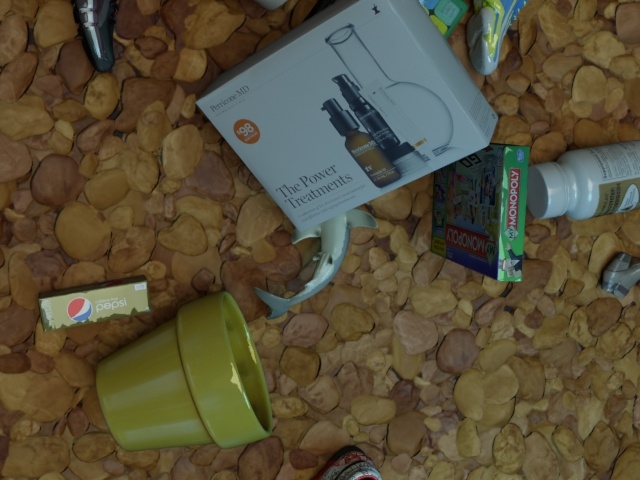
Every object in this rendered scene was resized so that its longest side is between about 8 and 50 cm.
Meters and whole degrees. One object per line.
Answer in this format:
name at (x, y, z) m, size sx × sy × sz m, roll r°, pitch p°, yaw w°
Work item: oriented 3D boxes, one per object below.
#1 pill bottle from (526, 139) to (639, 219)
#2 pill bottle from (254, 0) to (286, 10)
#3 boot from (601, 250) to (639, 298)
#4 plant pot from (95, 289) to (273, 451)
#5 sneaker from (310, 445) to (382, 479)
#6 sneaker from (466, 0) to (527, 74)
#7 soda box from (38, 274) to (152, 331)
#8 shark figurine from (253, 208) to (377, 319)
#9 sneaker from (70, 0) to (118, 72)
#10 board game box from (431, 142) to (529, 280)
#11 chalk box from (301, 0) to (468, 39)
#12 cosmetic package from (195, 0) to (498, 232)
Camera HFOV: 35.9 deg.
pill bottle at (0.502, -0.108, 1.831) m, size 0.229 × 0.131 × 0.131 m, roll -10°, pitch 100°, yaw -13°
pill bottle at (-0.169, -0.541, 1.543) m, size 0.363 × 0.210 × 0.210 m, roll 35°, pitch 88°, yaw -23°
boot at (0.606, 0.074, 1.935) m, size 0.118 × 0.042 × 0.087 m, roll 20°, pitch 98°, yaw -16°
plant pot at (-0.230, 0.237, 1.634) m, size 0.239 × 0.254 × 0.254 m, roll -18°, pitch 102°, yaw 2°
sneaker at (0.002, 0.496, 1.770) m, size 0.270 × 0.145 × 0.090 m, roll -46°, pitch 106°, yaw -5°
sneaker at (0.332, -0.418, 1.764) m, size 0.126 × 0.091 × 0.240 m, roll -3°, pitch 97°, yaw -15°
soda box at (-0.379, 0.104, 1.658) m, size 0.181 × 0.061 × 0.058 m, roll -9°, pitch 100°, yaw -14°
shark figurine at (0.007, 0.027, 1.738) m, size 0.166 × 0.116 × 0.278 m, roll 19°, pitch 83°, yaw 17°
sneaker at (-0.322, -0.420, 1.583) m, size 0.162 × 0.106 × 0.281 m, roll -13°, pitch 100°, yaw -16°
board game box at (0.263, -0.062, 1.675) m, size 0.046 × 0.317 × 0.213 m, roll 1°, pitch 97°, yaw -13°
chalk box at (0.104, -0.357, 1.607) m, size 0.179 × 0.289 × 0.180 m, roll 36°, pitch 87°, yaw -16°
cosmetic package at (0.036, -0.201, 1.520) m, size 0.377 × 0.097 × 0.284 m, roll -25°, pitch 112°, yaw 35°
